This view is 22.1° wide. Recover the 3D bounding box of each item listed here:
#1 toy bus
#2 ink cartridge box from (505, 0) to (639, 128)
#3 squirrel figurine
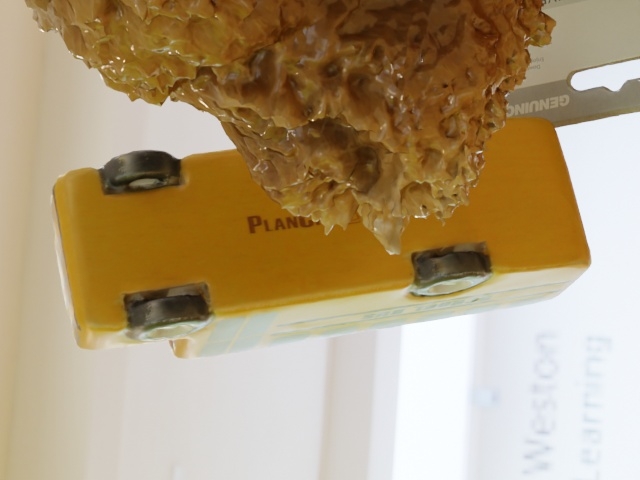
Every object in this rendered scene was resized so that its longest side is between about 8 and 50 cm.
[{"bbox_3d":[0.000,0.000,1.041,0.130,0.332,0.108,124,136,-68],"label":"toy bus"},{"bbox_3d":[0.208,-0.211,1.175,0.130,0.309,0.272,11,-109,-66],"label":"ink cartridge box"},{"bbox_3d":[0.054,-0.204,0.801,0.370,0.281,0.397,7,-58,-43],"label":"squirrel figurine"}]
